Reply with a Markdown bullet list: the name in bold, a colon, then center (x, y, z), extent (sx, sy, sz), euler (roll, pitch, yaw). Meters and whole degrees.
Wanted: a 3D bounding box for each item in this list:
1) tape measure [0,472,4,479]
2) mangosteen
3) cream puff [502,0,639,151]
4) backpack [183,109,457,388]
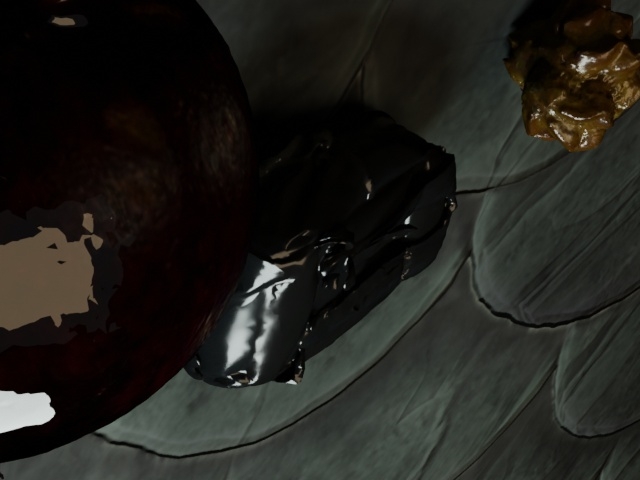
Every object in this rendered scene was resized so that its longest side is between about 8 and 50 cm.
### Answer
- **tape measure**: center (-0.243, 0.213, 1.056), extent (0.135, 0.202, 0.223), euler (-35, 140, -14)
- **mangosteen**: center (-0.182, -0.060, 0.763), extent (0.307, 0.307, 0.347), euler (-22, 126, -34)
- **cream puff**: center (0.196, -0.132, 1.283), extent (0.094, 0.116, 0.122), euler (-11, 107, -36)
- **backpack**: center (0.000, 0.000, 1.194), extent (0.258, 0.133, 0.206), euler (-29, 147, -38)
